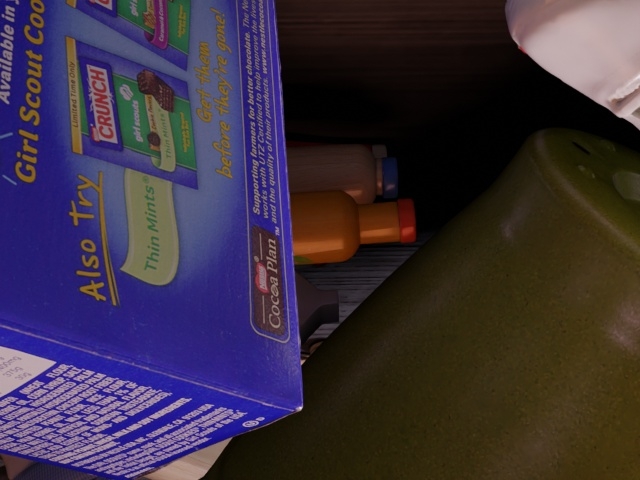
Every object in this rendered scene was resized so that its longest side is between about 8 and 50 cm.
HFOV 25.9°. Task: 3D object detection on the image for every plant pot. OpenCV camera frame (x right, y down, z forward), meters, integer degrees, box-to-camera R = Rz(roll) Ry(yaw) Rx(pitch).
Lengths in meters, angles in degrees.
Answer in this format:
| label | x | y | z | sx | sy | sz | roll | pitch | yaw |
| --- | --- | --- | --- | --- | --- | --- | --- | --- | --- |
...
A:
| label | x | y | z | sx | sy | sz | roll | pitch | yaw |
| --- | --- | --- | --- | --- | --- | --- | --- | --- | --- |
| plant pot | 0.139 | 0.137 | 0.842 | 0.367 | 0.366 | 0.353 | 17 | 115 | -33 |

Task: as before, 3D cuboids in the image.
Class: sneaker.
| label | x | y | z | sx | sy | sz | roll | pitch | yaw |
| --- | --- | --- | --- | --- | --- | --- | --- | --- | --- |
| sneaker | 0.172 | -0.055 | 0.605 | 0.212 | 0.094 | 0.080 | 17 | 150 | -31 |

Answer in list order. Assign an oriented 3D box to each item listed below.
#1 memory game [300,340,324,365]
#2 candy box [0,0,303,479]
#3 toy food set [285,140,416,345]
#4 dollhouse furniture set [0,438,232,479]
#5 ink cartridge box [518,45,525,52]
| label | x | y | z | sx | sy | sz | roll | pitch | yaw |
| --- | --- | --- | --- | --- | --- | --- | --- | --- | --- |
| memory game | 0.047 | 0.121 | 1.215 | 0.186 | 0.012 | 0.186 | -1 | 153 | -1 |
| candy box | -0.165 | -0.073 | 0.530 | 0.317 | 0.268 | 0.122 | 23 | 140 | -39 |
| toy food set | 0.000 | 0.000 | 0.860 | 0.105 | 0.111 | 0.232 | -3 | 158 | 0 |
| dollhouse furniture set | -0.200 | 0.232 | 1.114 | 0.303 | 0.286 | 0.198 | -29 | 144 | 24 |
| ink cartridge box | 0.220 | -0.125 | 0.662 | 0.231 | 0.078 | 0.134 | 11 | 150 | -24 |
